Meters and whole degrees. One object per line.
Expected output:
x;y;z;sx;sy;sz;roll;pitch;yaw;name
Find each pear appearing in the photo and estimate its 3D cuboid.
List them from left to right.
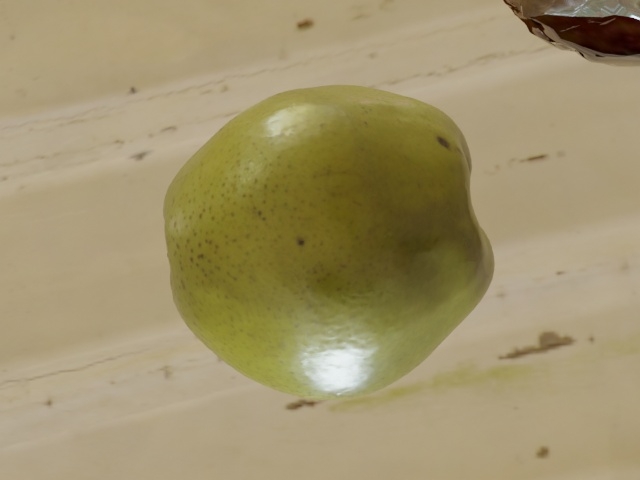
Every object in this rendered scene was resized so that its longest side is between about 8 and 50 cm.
0.000;0.000;1.163;0.294;0.294;0.294;6;-101;-37;pear

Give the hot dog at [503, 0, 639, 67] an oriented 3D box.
0.166;-0.121;0.434;0.160;0.227;0.099;60;-148;-46;hot dog
